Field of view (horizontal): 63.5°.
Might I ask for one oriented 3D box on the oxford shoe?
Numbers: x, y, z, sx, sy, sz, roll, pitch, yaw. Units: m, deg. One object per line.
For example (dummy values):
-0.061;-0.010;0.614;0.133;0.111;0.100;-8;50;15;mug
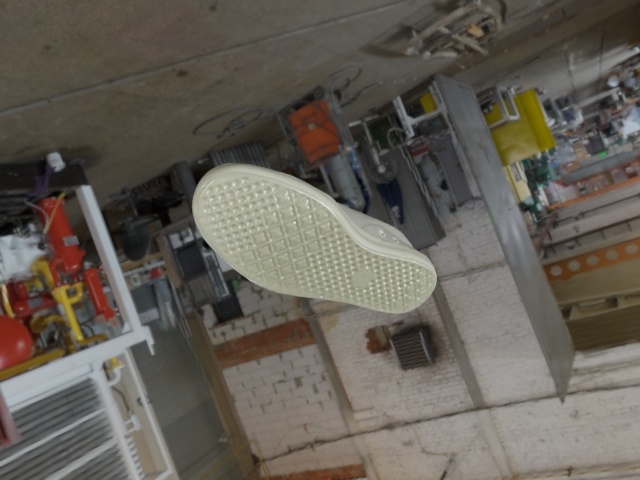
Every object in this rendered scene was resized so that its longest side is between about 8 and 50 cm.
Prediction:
0.000;0.000;0.804;0.449;0.130;0.169;22;116;-36;oxford shoe
